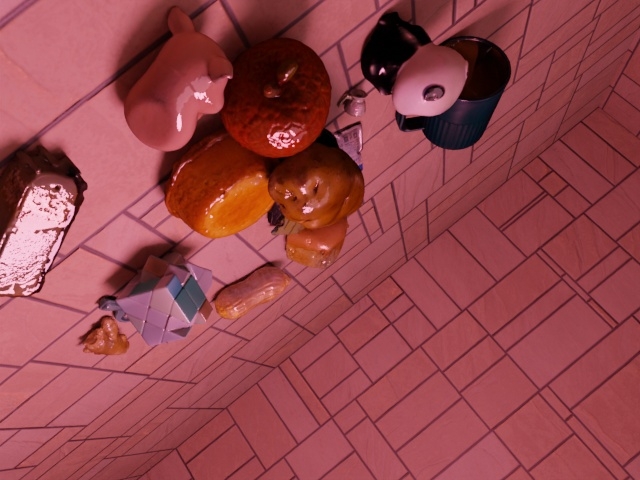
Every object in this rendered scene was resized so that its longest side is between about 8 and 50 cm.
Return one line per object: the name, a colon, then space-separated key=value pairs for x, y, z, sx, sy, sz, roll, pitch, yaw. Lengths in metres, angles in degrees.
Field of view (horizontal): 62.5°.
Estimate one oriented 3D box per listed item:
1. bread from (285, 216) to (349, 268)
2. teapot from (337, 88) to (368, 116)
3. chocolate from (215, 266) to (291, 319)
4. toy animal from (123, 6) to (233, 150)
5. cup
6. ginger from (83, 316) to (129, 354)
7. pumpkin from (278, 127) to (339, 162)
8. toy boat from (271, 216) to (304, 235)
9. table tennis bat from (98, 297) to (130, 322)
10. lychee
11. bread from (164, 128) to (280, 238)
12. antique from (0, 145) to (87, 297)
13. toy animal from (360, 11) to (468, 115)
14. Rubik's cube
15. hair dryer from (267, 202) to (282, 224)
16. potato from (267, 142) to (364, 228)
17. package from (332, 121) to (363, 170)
bread: x=0.000 y=0.000 z=1.968 sx=0.262 sy=0.162 sz=0.204 roll=-23 pitch=152 yaw=-16
teapot: x=0.093 y=-0.392 z=1.495 sx=0.083 sy=0.064 sz=0.064 roll=2 pitch=136 yaw=-13
chocolate: x=-0.255 y=0.192 z=1.988 sx=0.309 sy=0.134 sz=0.134 roll=-25 pitch=155 yaw=-23
toy animal: x=-0.271 y=-0.281 z=0.996 sx=0.250 sy=0.166 sz=0.154 roll=-47 pitch=-174 yaw=27
cup: x=0.423 y=-0.439 z=1.684 sx=0.308 sy=0.242 sz=0.292 roll=-38 pitch=161 yaw=-11
ginger: x=-0.661 y=0.318 z=1.637 sx=0.205 sy=0.081 sz=0.115 roll=86 pitch=26 yaw=-55
pumpkin: x=-0.052 y=-0.214 z=1.461 sx=0.233 sy=0.163 sz=0.233 roll=-37 pitch=160 yaw=-16
toy boat: x=-0.056 y=-0.107 z=1.748 sx=0.276 sy=0.084 sz=0.111 roll=-52 pitch=176 yaw=26
table tennis bat: x=-0.576 y=0.196 z=1.597 sx=0.149 sy=0.038 sz=0.237 roll=-42 pitch=161 yaw=8
lychee: x=-0.096 y=-0.302 z=1.120 sx=0.255 sy=0.255 sz=0.300 roll=-39 pitch=169 yaw=-1
bread: x=-0.232 y=-0.139 z=1.302 sx=0.312 sy=0.172 sz=0.312 roll=-35 pitch=161 yaw=-14
antique: x=-0.569 y=-0.042 z=1.019 sx=0.284 sy=0.150 sz=0.125 roll=-53 pitch=155 yaw=12
toy animal: x=0.246 y=-0.435 z=1.377 sx=0.213 sy=0.266 sz=0.212 roll=-37 pitch=163 yaw=-14
Rubik's cube: x=-0.434 y=0.148 z=1.504 sx=0.224 sy=0.265 sz=0.213 roll=-13 pitch=-151 yaw=21
hair dryer: x=-0.206 y=-0.082 z=1.638 sx=0.219 sy=0.075 sz=0.195 roll=-19 pitch=161 yaw=-21
potato: x=0.015 y=-0.130 z=1.322 sx=0.177 sy=0.195 sz=0.369 roll=-11 pitch=174 yaw=26
package: x=0.067 y=-0.267 z=1.658 sx=0.171 sy=0.027 sz=0.173 roll=-27 pitch=131 yaw=-29
